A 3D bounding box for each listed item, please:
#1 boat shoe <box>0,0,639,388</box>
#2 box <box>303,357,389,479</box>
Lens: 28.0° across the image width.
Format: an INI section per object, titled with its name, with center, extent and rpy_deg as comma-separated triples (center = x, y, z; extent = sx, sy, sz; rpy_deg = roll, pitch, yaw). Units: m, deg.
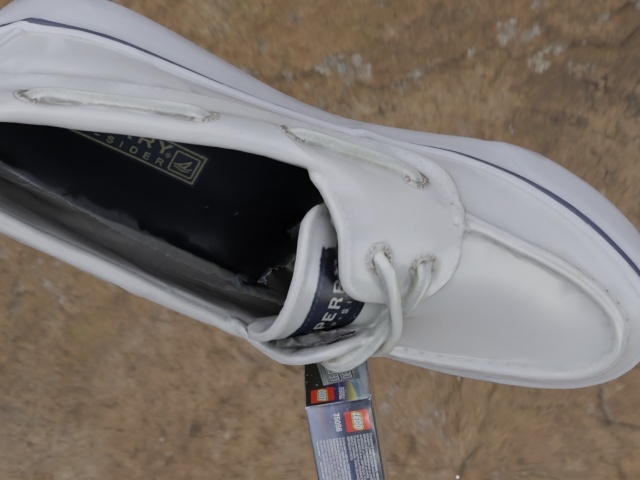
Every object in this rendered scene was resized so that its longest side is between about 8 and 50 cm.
[boat shoe]
center = 0.000, 0.000, 0.433
extent = 0.267, 0.088, 0.096
rpy_deg = 25, 121, -14
[box]
center = 0.015, 0.100, 0.532
extent = 0.027, 0.094, 0.137
rpy_deg = -9, 114, 2
